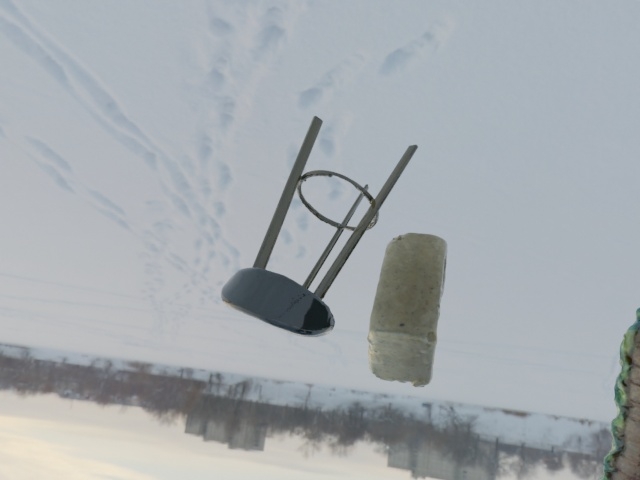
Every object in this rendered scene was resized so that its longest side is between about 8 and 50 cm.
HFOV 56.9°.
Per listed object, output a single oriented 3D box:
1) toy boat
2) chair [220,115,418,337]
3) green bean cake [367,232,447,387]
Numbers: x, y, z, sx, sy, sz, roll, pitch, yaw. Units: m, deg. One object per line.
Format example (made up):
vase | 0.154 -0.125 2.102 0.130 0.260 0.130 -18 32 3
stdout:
toy boat | 0.368 0.226 0.678 0.109 0.292 0.099 1 -162 -25
chair | 0.000 -0.001 0.524 0.104 0.221 0.095 18 146 19
green bean cake | 0.114 0.085 0.763 0.085 0.179 0.109 6 137 12
